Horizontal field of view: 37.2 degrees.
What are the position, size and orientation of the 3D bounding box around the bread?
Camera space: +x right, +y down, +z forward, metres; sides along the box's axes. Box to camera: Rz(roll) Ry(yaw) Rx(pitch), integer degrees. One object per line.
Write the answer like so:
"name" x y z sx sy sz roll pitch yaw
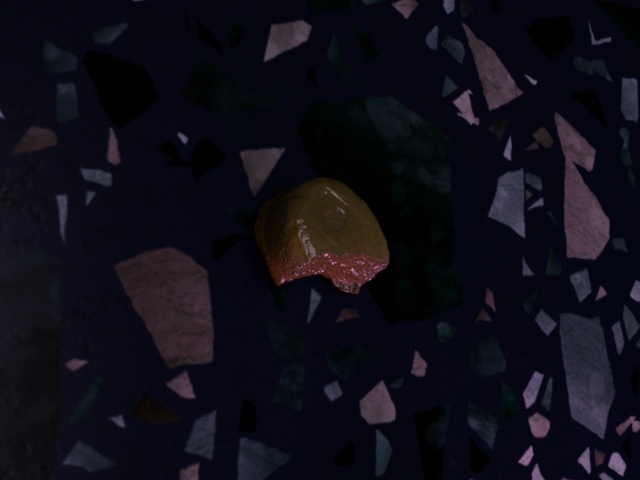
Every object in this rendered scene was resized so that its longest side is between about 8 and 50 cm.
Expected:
"bread" 0.000 -0.009 1.072 0.156 0.086 0.125 7 66 -40
